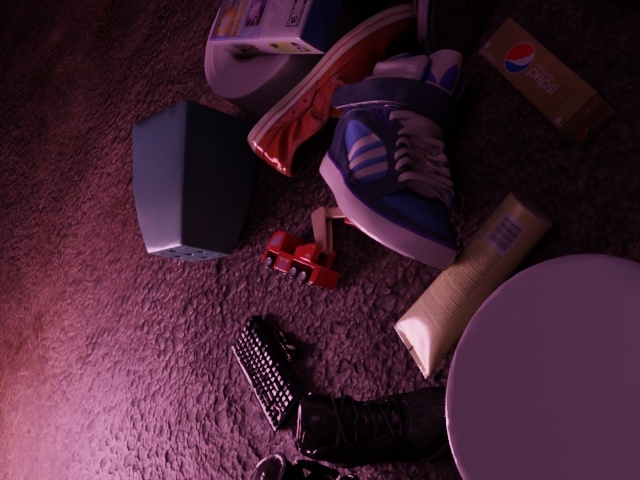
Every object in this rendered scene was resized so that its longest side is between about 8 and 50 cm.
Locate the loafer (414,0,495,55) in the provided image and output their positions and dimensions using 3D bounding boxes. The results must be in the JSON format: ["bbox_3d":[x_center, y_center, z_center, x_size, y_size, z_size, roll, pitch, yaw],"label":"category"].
[{"bbox_3d":[0.190,-0.400,1.033,0.095,0.109,0.303,-143,62,-63],"label":"loafer"}]

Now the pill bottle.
[{"bbox_3d":[0.261,0.142,0.538,0.204,0.361,0.204,-22,57,39],"label":"pill bottle"}]

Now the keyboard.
[{"bbox_3d":[-0.076,0.185,1.120,0.108,0.023,0.180,-52,45,15],"label":"keyboard"}]

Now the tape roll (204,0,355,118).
[{"bbox_3d":[-0.076,-0.358,1.304,0.286,0.100,0.286,-21,59,39],"label":"tape roll"}]

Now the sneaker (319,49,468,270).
[{"bbox_3d":[0.121,-0.131,0.957,0.236,0.130,0.323,-60,30,16],"label":"sneaker"}]

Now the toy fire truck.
[{"bbox_3d":[0.000,0.000,1.105,0.192,0.047,0.135,19,87,49],"label":"toy fire truck"}]

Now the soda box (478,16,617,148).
[{"bbox_3d":[0.269,-0.192,0.902,0.058,0.061,0.181,-48,45,19],"label":"soda box"}]

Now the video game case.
[{"bbox_3d":[-0.046,-0.428,1.179,0.244,0.061,0.270,16,86,47],"label":"video game case"}]

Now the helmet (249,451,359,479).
[{"bbox_3d":[-0.026,0.352,0.892,0.169,0.169,0.162,-34,36,31],"label":"helmet"}]

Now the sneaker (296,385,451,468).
[{"bbox_3d":[0.059,0.220,0.888,0.227,0.130,0.087,-20,61,37],"label":"sneaker"}]

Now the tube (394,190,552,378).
[{"bbox_3d":[0.177,0.050,0.899,0.240,0.062,0.070,-54,-1,21],"label":"tube"}]

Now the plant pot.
[{"bbox_3d":[-0.220,-0.089,1.289,0.165,0.165,0.234,-11,71,43],"label":"plant pot"}]

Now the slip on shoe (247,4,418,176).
[{"bbox_3d":[0.032,-0.224,1.142,0.331,0.123,0.101,-42,81,17],"label":"slip on shoe"}]
